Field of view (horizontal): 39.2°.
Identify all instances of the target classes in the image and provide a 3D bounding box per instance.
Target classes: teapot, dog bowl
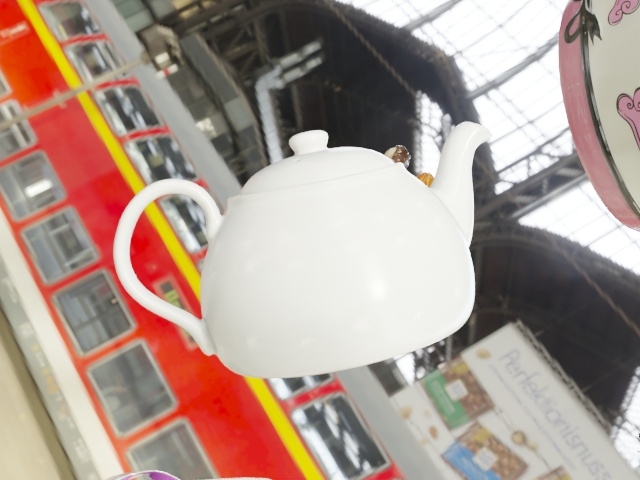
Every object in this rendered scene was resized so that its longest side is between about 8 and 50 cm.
[{"bbox_3d":[0.000,0.000,0.774,0.252,0.256,0.187,-9,-83,33],"label":"teapot"},{"bbox_3d":[0.450,-0.188,1.152,0.150,0.408,0.408,-14,-72,40],"label":"dog bowl"}]

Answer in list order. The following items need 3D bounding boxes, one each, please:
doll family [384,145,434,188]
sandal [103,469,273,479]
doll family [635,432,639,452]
[{"bbox_3d":[0.085,-0.034,1.279,0.118,0.163,0.263,48,-21,3],"label":"doll family"},{"bbox_3d":[-0.237,0.350,1.107,0.169,0.416,0.102,-104,-178,-49],"label":"sandal"},{"bbox_3d":[0.511,0.289,1.314,0.193,0.076,0.111,26,67,-53],"label":"doll family"}]
